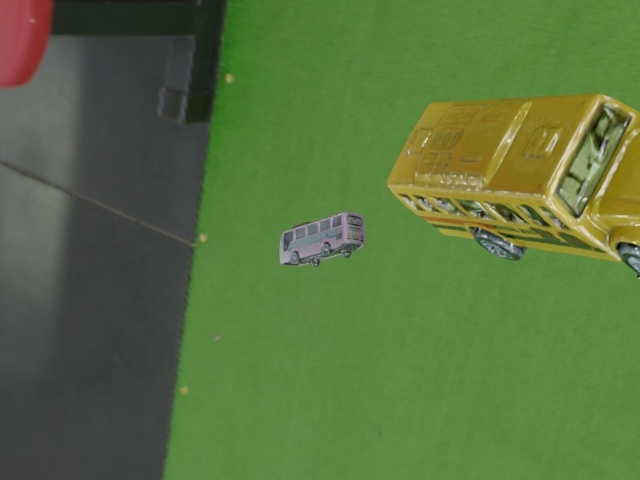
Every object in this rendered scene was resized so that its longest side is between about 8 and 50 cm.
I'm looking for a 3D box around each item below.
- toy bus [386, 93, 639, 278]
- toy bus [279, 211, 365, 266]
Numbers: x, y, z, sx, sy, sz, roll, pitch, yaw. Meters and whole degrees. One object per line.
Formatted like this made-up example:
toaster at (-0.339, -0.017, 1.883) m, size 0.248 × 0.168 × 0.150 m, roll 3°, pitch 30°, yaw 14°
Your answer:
toy bus at (0.190, -0.055, 0.884) m, size 0.121 × 0.123 × 0.335 m, roll -60°, pitch 23°, yaw -8°
toy bus at (0.000, 0.000, 1.257) m, size 0.130 × 0.037 × 0.052 m, roll -17°, pitch 72°, yaw 50°
